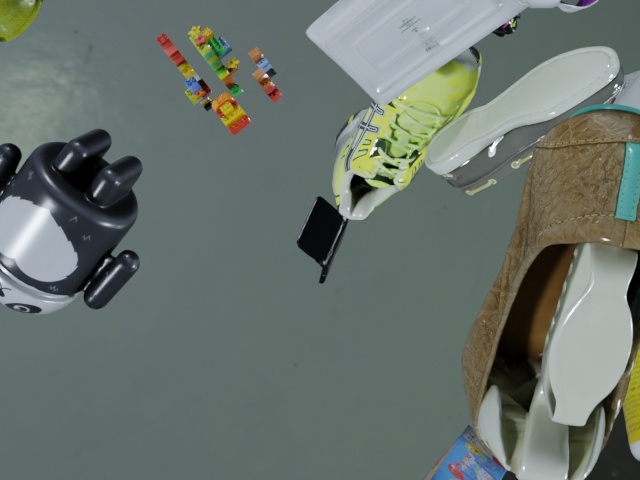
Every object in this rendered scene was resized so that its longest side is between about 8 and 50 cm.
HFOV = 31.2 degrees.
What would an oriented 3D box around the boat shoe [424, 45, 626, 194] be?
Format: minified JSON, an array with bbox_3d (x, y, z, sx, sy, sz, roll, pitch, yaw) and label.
[{"bbox_3d":[0.284,-0.157,1.547,0.091,0.305,0.109,40,39,-28],"label":"boat shoe"}]

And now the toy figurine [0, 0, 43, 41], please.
[{"bbox_3d":[-0.416,-0.427,1.556,0.362,0.217,0.191,-39,97,19],"label":"toy figurine"}]

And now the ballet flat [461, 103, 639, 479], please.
[{"bbox_3d":[0.153,0.075,0.718,0.342,0.116,0.124,97,4,-47],"label":"ballet flat"}]

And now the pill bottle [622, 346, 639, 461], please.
[{"bbox_3d":[0.351,0.150,1.105,0.119,0.119,0.208,18,61,-46],"label":"pill bottle"}]

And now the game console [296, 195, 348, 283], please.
[{"bbox_3d":[0.000,0.000,2.142,0.107,0.071,0.122,104,9,-57],"label":"game console"}]

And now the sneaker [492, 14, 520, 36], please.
[{"bbox_3d":[0.332,-0.410,2.071,0.075,0.170,0.063,41,86,-6],"label":"sneaker"}]

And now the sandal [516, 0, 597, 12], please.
[{"bbox_3d":[0.254,-0.295,1.100,0.416,0.102,0.169,-56,153,-61],"label":"sandal"}]

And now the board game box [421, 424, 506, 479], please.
[{"bbox_3d":[0.123,0.456,1.670,0.302,0.086,0.308,-56,170,27],"label":"board game box"}]

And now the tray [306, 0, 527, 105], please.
[{"bbox_3d":[0.109,-0.261,1.361,0.145,0.270,0.030,41,47,-17],"label":"tray"}]

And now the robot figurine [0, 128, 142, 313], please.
[{"bbox_3d":[-0.365,-0.023,1.589,0.173,0.209,0.278,16,124,-46],"label":"robot figurine"}]

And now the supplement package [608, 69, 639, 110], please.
[{"bbox_3d":[0.464,-0.157,1.876,0.244,0.139,0.134,-45,109,-45],"label":"supplement package"}]

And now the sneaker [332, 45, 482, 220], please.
[{"bbox_3d":[0.127,-0.157,1.684,0.145,0.385,0.147,15,59,-12],"label":"sneaker"}]

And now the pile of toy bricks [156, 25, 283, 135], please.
[{"bbox_3d":[-0.148,-0.248,1.577,0.118,0.212,0.105,-39,138,0],"label":"pile of toy bricks"}]
